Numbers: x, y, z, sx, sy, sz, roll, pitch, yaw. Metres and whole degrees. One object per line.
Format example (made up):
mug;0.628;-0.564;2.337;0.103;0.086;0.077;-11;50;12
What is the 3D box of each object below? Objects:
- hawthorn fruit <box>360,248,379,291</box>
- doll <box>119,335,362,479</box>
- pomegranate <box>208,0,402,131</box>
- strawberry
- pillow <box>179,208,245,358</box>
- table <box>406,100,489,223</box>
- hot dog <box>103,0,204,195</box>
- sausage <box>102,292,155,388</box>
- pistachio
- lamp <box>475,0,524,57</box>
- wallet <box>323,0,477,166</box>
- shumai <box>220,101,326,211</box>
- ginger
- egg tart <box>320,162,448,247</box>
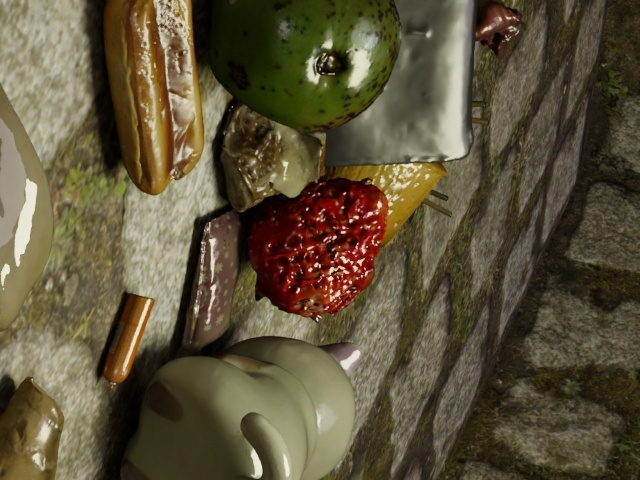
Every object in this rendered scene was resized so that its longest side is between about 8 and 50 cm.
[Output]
hawthorn fruit;0.026;0.022;2.021;0.128;0.128;0.128;18;90;-73
doll;-0.093;0.229;1.697;0.370;0.226;0.215;-27;127;-71
pomegranate;-0.023;-0.234;1.531;0.248;0.214;0.214;-112;-153;-61
strawberry;0.000;0.000;1.750;0.201;0.184;0.187;-35;153;8
pillow;-0.126;0.053;1.702;0.118;0.043;0.185;-30;135;-64
table;0.201;-0.151;2.392;0.121;0.111;0.240;63;47;-65
hot dog;-0.163;-0.154;1.346;0.100;0.068;0.249;-43;146;-39
sausage;-0.211;0.109;1.520;0.031;0.031;0.107;28;81;-72
pistachio;-0.270;-0.034;1.028;0.153;0.138;0.237;-2;112;-35
lamp;0.175;-0.372;1.913;0.151;0.223;0.215;-59;-159;19
wallet;0.082;-0.287;1.675;0.062;0.228;0.406;-112;-159;-65
shumai;-0.050;-0.101;1.661;0.145;0.116;0.145;16;90;-70
ginger;-0.286;0.221;1.336;0.095;0.069;0.190;-89;-172;-69
egg tart;0.057;-0.080;1.901;0.147;0.203;0.202;-64;163;4
